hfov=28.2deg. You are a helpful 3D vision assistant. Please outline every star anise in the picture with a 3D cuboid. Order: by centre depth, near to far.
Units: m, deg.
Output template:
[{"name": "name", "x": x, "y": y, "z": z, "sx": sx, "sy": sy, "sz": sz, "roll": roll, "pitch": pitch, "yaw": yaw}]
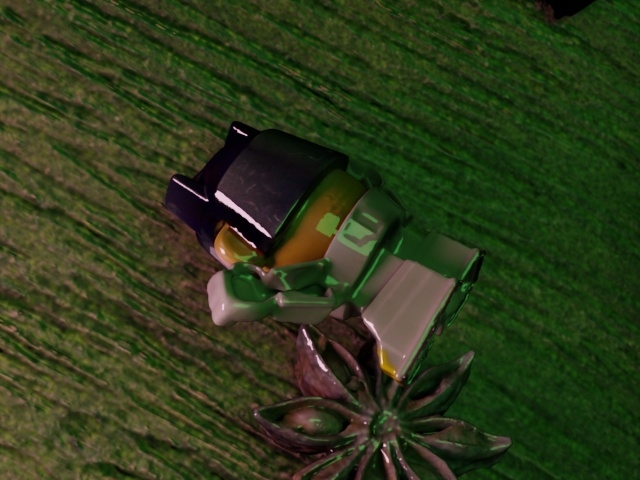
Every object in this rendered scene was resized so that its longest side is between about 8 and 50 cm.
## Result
[{"name": "star anise", "x": 0.047, "y": 0.185, "z": 1.184, "sx": 0.236, "sy": 0.109, "sz": 0.223, "roll": -7, "pitch": 66, "yaw": -24}]

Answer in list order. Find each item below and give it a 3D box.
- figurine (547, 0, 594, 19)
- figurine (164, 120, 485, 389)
[{"name": "figurine", "x": 0.244, "y": -0.317, "z": 1.409, "sx": 0.098, "sy": 0.082, "sz": 0.154, "roll": -37, "pitch": 93, "yaw": -6}, {"name": "figurine", "x": 0.002, "y": -0.003, "z": 1.157, "sx": 0.308, "sy": 0.308, "sz": 0.143, "roll": 27, "pitch": 108, "yaw": -15}]
